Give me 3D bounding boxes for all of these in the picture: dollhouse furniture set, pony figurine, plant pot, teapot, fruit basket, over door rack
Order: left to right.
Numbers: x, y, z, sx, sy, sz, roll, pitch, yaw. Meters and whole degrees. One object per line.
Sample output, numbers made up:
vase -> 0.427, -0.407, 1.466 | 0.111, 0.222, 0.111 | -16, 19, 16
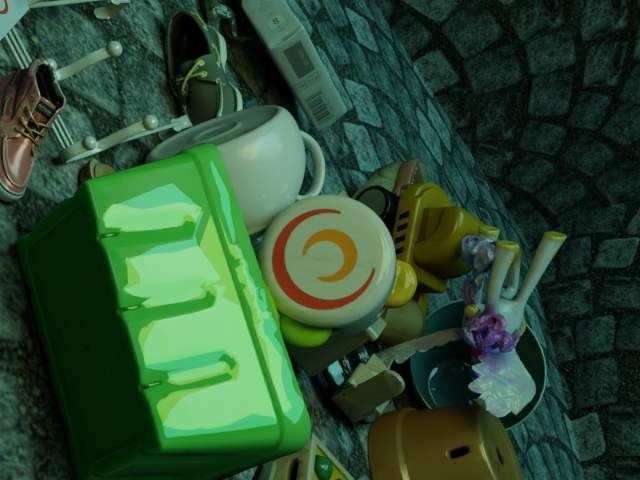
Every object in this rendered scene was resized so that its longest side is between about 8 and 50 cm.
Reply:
over door rack -> -0.300, -0.250, 1.227 | 0.240, 0.108, 0.324 | 64, 21, -4
fruit basket -> -0.141, 0.100, 1.049 | 0.392, 0.283, 0.392 | 26, 49, -34
teapot -> -0.122, -0.079, 1.295 | 0.252, 0.255, 0.187 | -94, 165, -69
dollhouse furniture set -> 0.089, 0.075, 1.508 | 0.303, 0.174, 0.355 | 48, 42, -4
plant pot -> 0.247, 0.432, 1.625 | 0.291, 0.203, 0.291 | 50, 26, -35
plant pot -> 0.320, 0.296, 1.904 | 0.195, 0.290, 0.290 | 102, -26, -66
pony figurine -> 0.311, 0.163, 1.639 | 0.351, 0.302, 0.364 | -8, 113, -48

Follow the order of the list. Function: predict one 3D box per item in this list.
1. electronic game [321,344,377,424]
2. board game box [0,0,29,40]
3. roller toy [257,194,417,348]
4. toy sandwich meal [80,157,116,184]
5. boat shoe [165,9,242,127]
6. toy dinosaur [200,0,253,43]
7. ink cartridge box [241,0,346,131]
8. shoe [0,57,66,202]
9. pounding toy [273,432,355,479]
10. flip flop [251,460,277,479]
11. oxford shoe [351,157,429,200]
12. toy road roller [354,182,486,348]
electronic game -> 0.046, 0.225, 1.590 | 0.229, 0.048, 0.229 | 55, 18, -27
board game box -> -0.476, -0.283, 0.883 | 0.302, 0.086, 0.308 | 54, 24, -27
roller toy -> 0.014, 0.040, 1.250 | 0.191, 0.209, 0.146 | 61, -4, 16
toy sandwich meal -> -0.288, -0.067, 1.167 | 0.085, 0.029, 0.086 | -22, 90, -80
boat shoe -> -0.206, -0.273, 1.473 | 0.091, 0.109, 0.305 | 41, 26, -45
toy dinosaur -> -0.198, -0.453, 1.753 | 0.118, 0.064, 0.268 | 28, 46, -52
ink cartridge box -> -0.103, -0.462, 1.905 | 0.385, 0.091, 0.308 | 57, 3, 32
shoe -> -0.348, -0.134, 1.024 | 0.063, 0.081, 0.178 | 37, 35, -50
pounding toy -> 0.008, 0.414, 1.239 | 0.206, 0.094, 0.181 | 53, 24, -27
flip flop -> -0.051, 0.373, 1.025 | 0.112, 0.080, 0.277 | -64, 154, -65
oxford shoe -> 0.128, -0.037, 1.977 | 0.397, 0.146, 0.141 | -57, 136, -45
toy road roller -> 0.194, 0.046, 1.733 | 0.202, 0.240, 0.330 | 27, 69, -47
